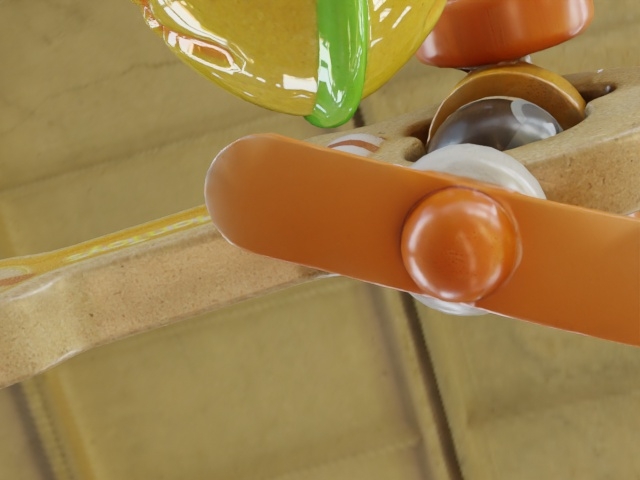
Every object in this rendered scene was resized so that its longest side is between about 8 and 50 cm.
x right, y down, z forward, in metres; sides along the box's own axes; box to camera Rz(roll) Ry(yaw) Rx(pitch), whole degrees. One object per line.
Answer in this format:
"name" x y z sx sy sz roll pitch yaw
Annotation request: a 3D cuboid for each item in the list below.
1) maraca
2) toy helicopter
"maraca" -0.015 -0.119 0.409 0.099 0.127 0.186 -12 -85 -12
"toy helicopter" 0.000 0.000 0.658 0.355 0.235 0.140 -18 -73 -9
